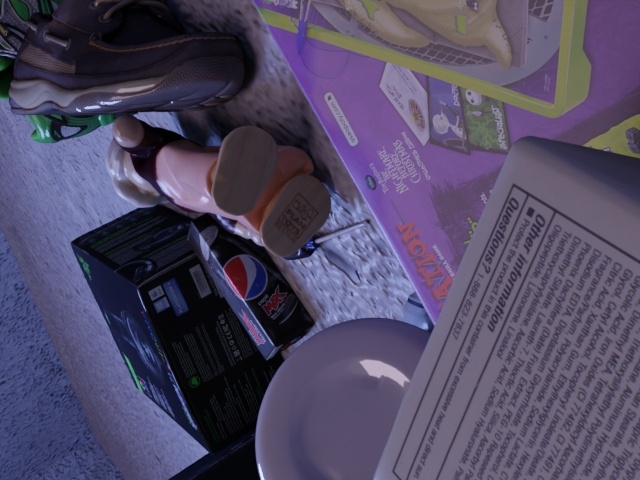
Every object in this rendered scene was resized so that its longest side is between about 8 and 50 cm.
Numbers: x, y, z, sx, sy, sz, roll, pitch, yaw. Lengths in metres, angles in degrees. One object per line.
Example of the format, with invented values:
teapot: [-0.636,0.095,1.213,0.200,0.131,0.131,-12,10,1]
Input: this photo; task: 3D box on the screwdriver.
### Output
screwdriver: [0.000,0.000,0.880,0.024,0.025,0.170,62,158,-4]

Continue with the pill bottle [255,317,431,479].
pill bottle: [0.073,0.152,0.672,0.146,0.146,0.264,46,-176,30]

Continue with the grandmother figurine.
grandmother figurine: [-0.120,-0.064,0.947,0.208,0.104,0.342,51,163,-30]

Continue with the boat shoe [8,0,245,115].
boat shoe: [-0.208,-0.188,0.936,0.355,0.132,0.130,6,101,46]

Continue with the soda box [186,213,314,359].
soda box: [-0.079,0.044,1.058,0.169,0.053,0.060,55,157,11]

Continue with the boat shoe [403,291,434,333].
boat shoe: [0.122,0.026,0.615,0.226,0.083,0.075,173,96,-67]

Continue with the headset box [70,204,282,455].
headset box: [-0.187,0.099,1.247,0.283,0.131,0.246,21,136,57]

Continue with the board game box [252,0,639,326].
board game box: [0.083,-0.098,0.449,0.208,0.056,0.346,-28,92,34]

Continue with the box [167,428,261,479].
box: [-0.067,0.408,1.266,0.293,0.212,0.395,57,156,5]

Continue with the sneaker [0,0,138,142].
sneaker: [-0.366,-0.262,1.166,0.343,0.146,0.134,51,156,22]

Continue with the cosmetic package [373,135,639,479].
cosmetic package: [0.162,0.101,0.280,0.309,0.113,0.160,42,119,47]
